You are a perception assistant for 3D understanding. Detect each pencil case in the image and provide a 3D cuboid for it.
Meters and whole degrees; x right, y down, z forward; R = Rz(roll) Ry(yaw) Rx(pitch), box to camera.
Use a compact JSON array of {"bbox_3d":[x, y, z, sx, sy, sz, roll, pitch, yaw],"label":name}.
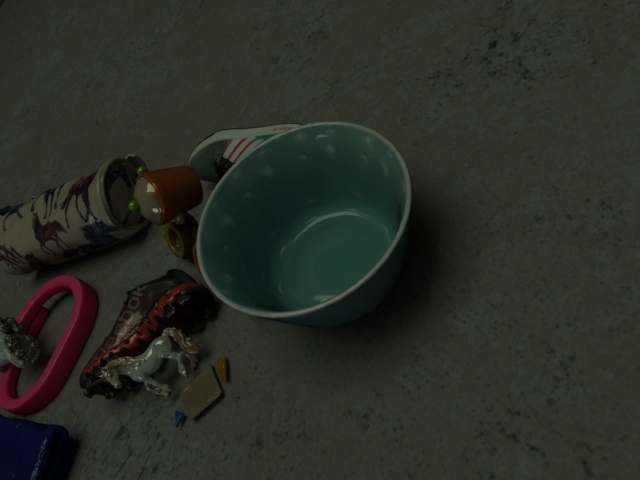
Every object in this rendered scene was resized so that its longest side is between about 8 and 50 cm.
[{"bbox_3d":[-0.540,-0.054,1.445,0.411,0.160,0.183,-17,66,29],"label":"pencil case"}]

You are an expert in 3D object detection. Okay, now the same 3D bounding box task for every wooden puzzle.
[{"bbox_3d":[-0.187,0.241,1.060,0.116,0.014,0.078,-37,40,11],"label":"wooden puzzle"}]

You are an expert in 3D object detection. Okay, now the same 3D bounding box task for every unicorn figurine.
[{"bbox_3d":[-0.276,0.205,1.080,0.162,0.111,0.060,-49,10,-15],"label":"unicorn figurine"}]

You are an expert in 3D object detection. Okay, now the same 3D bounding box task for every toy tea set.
[{"bbox_3d":[-0.210,0.000,1.110,0.124,0.199,0.336,-25,35,-33],"label":"toy tea set"}]

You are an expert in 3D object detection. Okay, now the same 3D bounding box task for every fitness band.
[{"bbox_3d":[-0.561,0.206,1.351,0.209,0.054,0.290,2,63,39],"label":"fitness band"}]

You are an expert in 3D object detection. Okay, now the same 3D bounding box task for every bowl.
[{"bbox_3d":[0.000,0.000,0.953,0.312,0.163,0.311,-13,55,18],"label":"bowl"}]

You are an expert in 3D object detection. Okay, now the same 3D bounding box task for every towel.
[{"bbox_3d":[-0.571,0.430,1.190,0.309,0.076,0.227,-5,65,36],"label":"towel"}]

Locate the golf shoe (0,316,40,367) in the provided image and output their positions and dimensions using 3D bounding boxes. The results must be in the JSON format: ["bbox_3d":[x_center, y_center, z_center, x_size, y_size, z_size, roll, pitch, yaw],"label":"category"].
[{"bbox_3d":[-0.607,0.219,1.312,0.176,0.069,0.085,29,100,46],"label":"golf shoe"}]

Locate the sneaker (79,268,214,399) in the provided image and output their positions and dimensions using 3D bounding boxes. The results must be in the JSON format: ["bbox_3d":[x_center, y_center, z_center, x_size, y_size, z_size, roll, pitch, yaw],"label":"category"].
[{"bbox_3d":[-0.310,0.154,1.157,0.276,0.097,0.135,-43,43,2],"label":"sneaker"}]

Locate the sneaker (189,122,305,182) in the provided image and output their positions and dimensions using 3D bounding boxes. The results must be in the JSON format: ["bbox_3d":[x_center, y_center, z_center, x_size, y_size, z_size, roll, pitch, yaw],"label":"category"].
[{"bbox_3d":[-0.144,-0.104,1.201,0.296,0.123,0.178,-5,48,34],"label":"sneaker"}]
